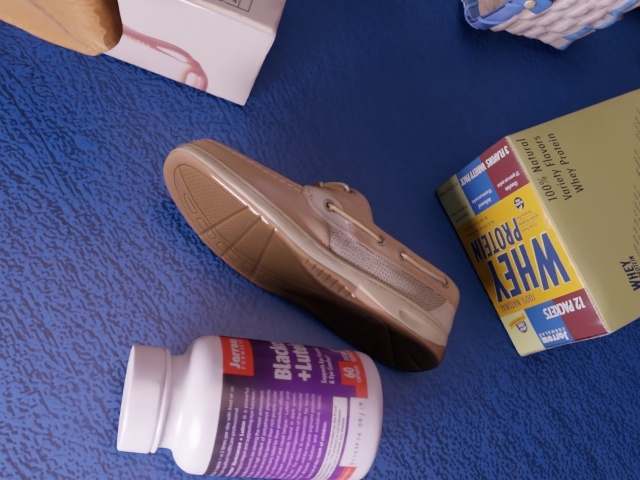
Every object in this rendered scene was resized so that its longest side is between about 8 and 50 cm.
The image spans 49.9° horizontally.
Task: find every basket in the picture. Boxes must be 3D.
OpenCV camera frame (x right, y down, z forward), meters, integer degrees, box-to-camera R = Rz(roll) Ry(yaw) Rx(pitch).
[{"bbox_3d":[0.225,-0.368,0.772,0.289,0.201,0.254,12,69,-26],"label":"basket"}]

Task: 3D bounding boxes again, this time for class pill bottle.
[{"bbox_3d":[-0.057,0.133,0.550,0.194,0.108,0.108,9,69,-17],"label":"pill bottle"}]

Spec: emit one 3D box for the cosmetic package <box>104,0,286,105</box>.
[{"bbox_3d":[-0.177,-0.263,0.635,0.296,0.129,0.153,20,65,-11],"label":"cosmetic package"}]

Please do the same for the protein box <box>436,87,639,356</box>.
[{"bbox_3d":[0.269,-0.019,0.703,0.201,0.136,0.199,-21,81,-25],"label":"protein box"}]

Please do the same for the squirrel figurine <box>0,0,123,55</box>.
[{"bbox_3d":[-0.221,-0.387,0.448,0.397,0.281,0.370,18,60,-15],"label":"squirrel figurine"}]

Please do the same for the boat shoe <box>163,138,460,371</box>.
[{"bbox_3d":[0.000,0.000,0.622,0.302,0.109,0.098,36,59,-11],"label":"boat shoe"}]
